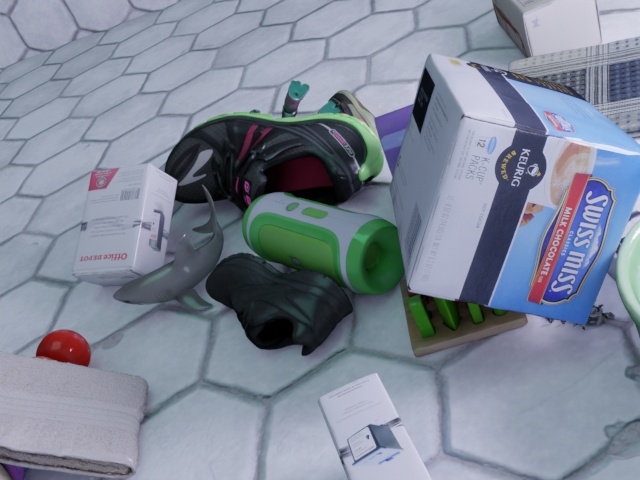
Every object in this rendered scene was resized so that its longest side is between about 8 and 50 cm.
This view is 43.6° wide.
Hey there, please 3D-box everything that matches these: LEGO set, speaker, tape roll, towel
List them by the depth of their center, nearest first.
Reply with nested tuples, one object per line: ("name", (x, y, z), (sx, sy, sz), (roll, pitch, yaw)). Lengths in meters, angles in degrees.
("LEGO set", (0.339, 0.092, 1.047), (0.083, 0.023, 0.054), (-13, 34, 18))
("towel", (-0.398, 0.246, 1.164), (0.282, 0.049, 0.187), (11, 33, -12))
("speaker", (0.000, 0.000, 1.308), (0.131, 0.131, 0.297), (-43, 36, -25))
("tape roll", (0.157, -0.129, 1.331), (0.080, 0.189, 0.189), (-19, 33, 8))
("towel", (0.484, -0.260, 1.443), (0.324, 0.056, 0.312), (-5, 40, 25))

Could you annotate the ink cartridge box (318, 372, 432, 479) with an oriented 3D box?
("ink cartridge box", (0.075, 0.263, 0.871), (0.082, 0.139, 0.190), (-25, 33, -4))

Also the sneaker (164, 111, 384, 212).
("sneaker", (-0.123, -0.137, 1.537), (0.483, 0.185, 0.202), (-5, 34, 31))

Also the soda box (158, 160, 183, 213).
("soda box", (-0.354, -0.086, 1.717), (0.069, 0.074, 0.216), (7, 44, 39))

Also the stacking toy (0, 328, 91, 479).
("stacking toy", (-0.470, 0.261, 1.259), (0.141, 0.141, 0.330), (-10, 31, 22))

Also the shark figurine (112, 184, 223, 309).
("shark figurine", (-0.230, 0.016, 1.437), (0.166, 0.116, 0.278), (15, 45, 25))

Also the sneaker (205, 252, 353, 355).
("sneaker", (-0.092, 0.102, 1.253), (0.286, 0.109, 0.130), (7, 50, 43))

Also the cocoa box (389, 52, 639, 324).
("cocoa box", (0.238, -0.084, 1.057), (0.228, 0.231, 0.347), (12, 23, -5))

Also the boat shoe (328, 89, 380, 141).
("boat shoe", (0.057, -0.252, 1.676), (0.073, 0.080, 0.223), (-26, 36, -11))

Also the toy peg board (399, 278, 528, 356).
("toy peg board", (0.190, 0.064, 1.136), (0.161, 0.079, 0.160), (-18, 33, 10))

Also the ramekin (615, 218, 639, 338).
("ramekin", (0.488, 0.070, 0.863), (0.304, 0.148, 0.303), (-17, 33, 12))

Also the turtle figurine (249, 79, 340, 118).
("turtle figurine", (-0.061, -0.220, 1.662), (0.234, 0.175, 0.118), (-46, 30, 52))

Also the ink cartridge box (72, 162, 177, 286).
("ink cartridge box", (-0.376, -0.026, 1.545), (0.159, 0.092, 0.217), (-4, 68, 30))

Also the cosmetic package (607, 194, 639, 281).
("cosmetic package", (0.420, -0.014, 1.111), (0.099, 0.060, 0.239), (-24, 32, 0))

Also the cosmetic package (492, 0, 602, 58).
("cosmetic package", (0.471, -0.497, 1.704), (0.153, 0.129, 0.296), (-18, 32, 9))
